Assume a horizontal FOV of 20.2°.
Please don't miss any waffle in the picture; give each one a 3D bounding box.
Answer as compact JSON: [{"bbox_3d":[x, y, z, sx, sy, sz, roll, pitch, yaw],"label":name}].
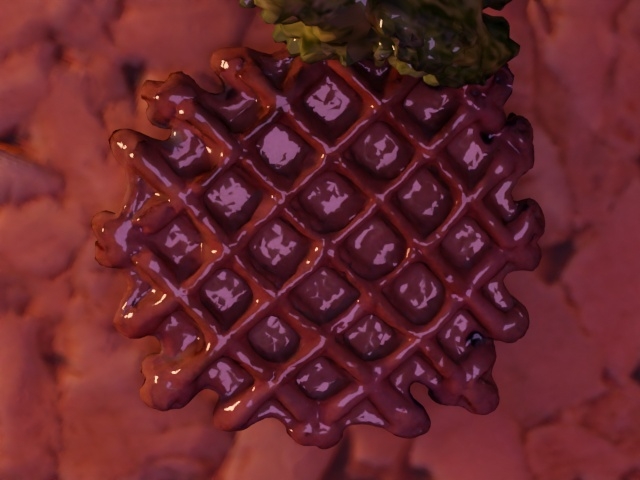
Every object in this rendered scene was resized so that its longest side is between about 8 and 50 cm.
[{"bbox_3d":[0.000,0.000,0.922,0.234,0.055,0.221,2,100,-7],"label":"waffle"}]

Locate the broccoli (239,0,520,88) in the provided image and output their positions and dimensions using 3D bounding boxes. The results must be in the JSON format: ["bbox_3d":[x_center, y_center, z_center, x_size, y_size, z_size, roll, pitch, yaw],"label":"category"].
[{"bbox_3d":[0.050,-0.217,0.807,0.260,0.235,0.288,9,92,-44],"label":"broccoli"}]
